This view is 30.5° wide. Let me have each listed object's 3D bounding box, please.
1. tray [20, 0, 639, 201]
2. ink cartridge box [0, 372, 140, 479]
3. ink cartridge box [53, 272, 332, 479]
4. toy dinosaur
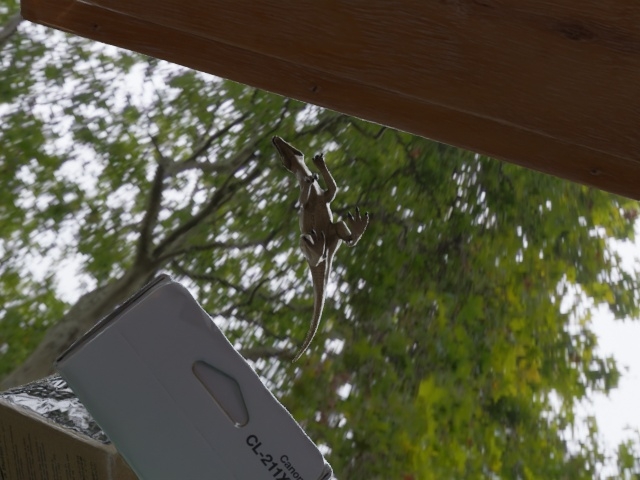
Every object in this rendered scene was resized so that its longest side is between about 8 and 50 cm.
[{"bbox_3d":[0.112,-0.112,0.337,0.410,0.076,0.203,17,-55,9],"label":"tray"},{"bbox_3d":[-0.170,0.238,0.931,0.193,0.088,0.235,11,-68,47],"label":"ink cartridge box"},{"bbox_3d":[-0.061,0.106,0.614,0.072,0.175,0.127,-38,-104,-12],"label":"ink cartridge box"},{"bbox_3d":[0.000,0.000,0.924,0.053,0.092,0.183,-5,-98,-17],"label":"toy dinosaur"}]
